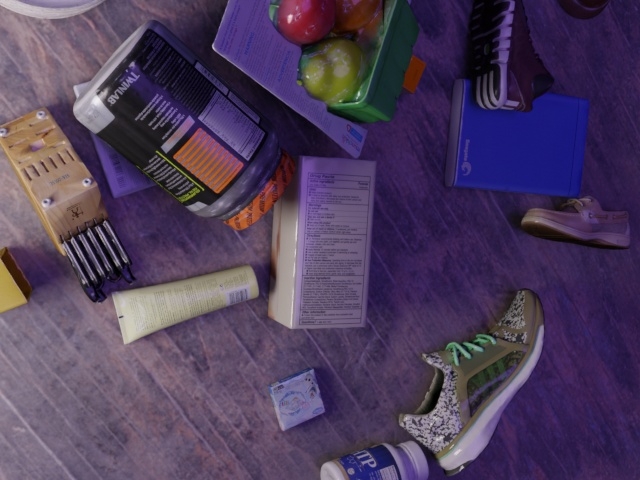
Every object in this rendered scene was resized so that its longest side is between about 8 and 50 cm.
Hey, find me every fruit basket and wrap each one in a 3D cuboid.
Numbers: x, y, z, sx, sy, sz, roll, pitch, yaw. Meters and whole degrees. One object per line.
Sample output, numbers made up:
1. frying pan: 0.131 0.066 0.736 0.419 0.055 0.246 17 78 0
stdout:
1. fruit basket: -0.003 -0.351 1.282 0.353 0.165 0.327 28 73 -38

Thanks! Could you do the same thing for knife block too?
1. knife block: -0.395 -0.040 1.259 0.088 0.242 0.275 -29 62 -21

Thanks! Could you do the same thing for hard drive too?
1. hard drive: 0.405 -0.203 1.626 0.319 0.040 0.210 3 94 -25

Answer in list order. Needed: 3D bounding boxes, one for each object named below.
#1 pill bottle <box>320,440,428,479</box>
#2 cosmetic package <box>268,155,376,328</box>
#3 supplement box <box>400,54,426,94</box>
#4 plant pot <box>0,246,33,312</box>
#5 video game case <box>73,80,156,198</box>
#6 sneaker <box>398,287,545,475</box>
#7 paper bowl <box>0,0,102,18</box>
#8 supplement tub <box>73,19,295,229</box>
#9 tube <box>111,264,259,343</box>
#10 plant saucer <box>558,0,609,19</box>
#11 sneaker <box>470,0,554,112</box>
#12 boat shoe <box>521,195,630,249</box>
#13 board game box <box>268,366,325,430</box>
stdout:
1. pill bottle: 0.105 0.449 1.517 0.187 0.112 0.112 -13 101 -24
2. cosmetic package: 0.000 0.000 1.411 0.153 0.129 0.296 3 95 -24
3. supplement box: 0.142 -0.302 1.460 0.036 0.098 0.062 26 83 -29
4. plant pot: -0.500 0.071 1.215 0.083 0.081 0.081 -29 107 -7
5. video game case: -0.291 -0.186 1.314 0.173 0.022 0.190 -22 103 -21
6. sneaker: 0.298 0.250 1.581 0.182 0.158 0.410 34 75 -6
7. paper bowl: -0.401 -0.479 1.163 0.284 0.148 0.284 -3 97 -23
8. supplement tub: -0.202 -0.168 1.238 0.316 0.193 0.193 41 78 -23
9. tube: -0.227 0.098 1.359 0.240 0.062 0.070 -16 61 -18
10. plant saucer: 0.558 -0.550 1.667 0.169 0.029 0.168 -3 97 -24
11. sneaker: 0.383 -0.379 1.556 0.163 0.106 0.281 10 84 -29
12. boat shoe: 0.540 -0.045 1.674 0.302 0.109 0.098 9 87 -31
13. board game box: -0.044 0.294 1.481 0.090 0.020 0.090 -20 103 -22
